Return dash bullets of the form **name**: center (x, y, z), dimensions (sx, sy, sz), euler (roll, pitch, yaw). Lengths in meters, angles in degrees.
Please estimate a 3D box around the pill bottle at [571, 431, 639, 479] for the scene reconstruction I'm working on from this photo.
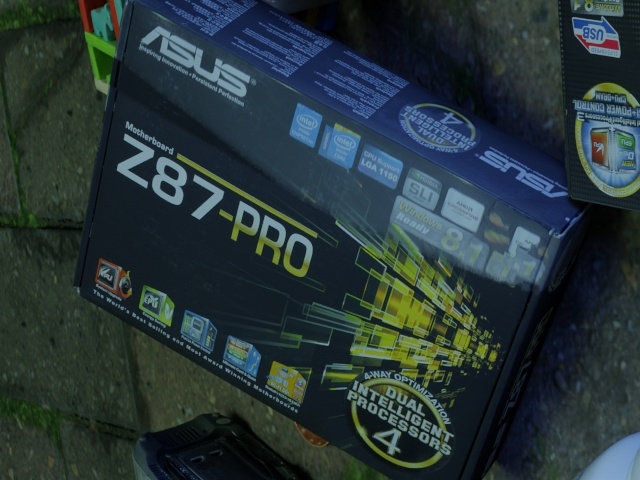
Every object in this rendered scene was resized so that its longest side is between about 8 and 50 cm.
- **pill bottle**: center (0.228, 0.230, 1.342), dimensions (0.160, 0.160, 0.283), euler (65, 147, 21)

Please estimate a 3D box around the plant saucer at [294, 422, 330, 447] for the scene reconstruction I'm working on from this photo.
- **plant saucer**: center (-0.005, 0.158, 1.847), dimensions (0.083, 0.013, 0.083), euler (27, 124, 52)

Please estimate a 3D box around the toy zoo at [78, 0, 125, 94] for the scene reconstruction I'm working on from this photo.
- **toy zoo**: center (-0.202, -0.267, 1.954), dimensions (0.192, 0.030, 0.293), euler (30, 136, 51)

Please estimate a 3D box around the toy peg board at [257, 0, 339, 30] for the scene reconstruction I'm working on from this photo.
- **toy peg board**: center (-0.068, -0.200, 1.620), dimensions (0.161, 0.160, 0.079), euler (22, 114, 25)

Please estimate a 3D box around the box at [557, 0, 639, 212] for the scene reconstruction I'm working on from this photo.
- **box**: center (0.263, -0.119, 1.255), dimensions (0.270, 0.060, 0.216), euler (17, 114, 56)

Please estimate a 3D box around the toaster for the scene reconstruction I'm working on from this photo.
- **toaster**: center (-0.098, 0.287, 1.940), dimensions (0.227, 0.129, 0.146), euler (31, 130, 48)

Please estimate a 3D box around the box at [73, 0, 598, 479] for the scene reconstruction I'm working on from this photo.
- **box**: center (0.000, 0.000, 1.541), dimensions (0.395, 0.097, 0.318), euler (30, 130, 16)
